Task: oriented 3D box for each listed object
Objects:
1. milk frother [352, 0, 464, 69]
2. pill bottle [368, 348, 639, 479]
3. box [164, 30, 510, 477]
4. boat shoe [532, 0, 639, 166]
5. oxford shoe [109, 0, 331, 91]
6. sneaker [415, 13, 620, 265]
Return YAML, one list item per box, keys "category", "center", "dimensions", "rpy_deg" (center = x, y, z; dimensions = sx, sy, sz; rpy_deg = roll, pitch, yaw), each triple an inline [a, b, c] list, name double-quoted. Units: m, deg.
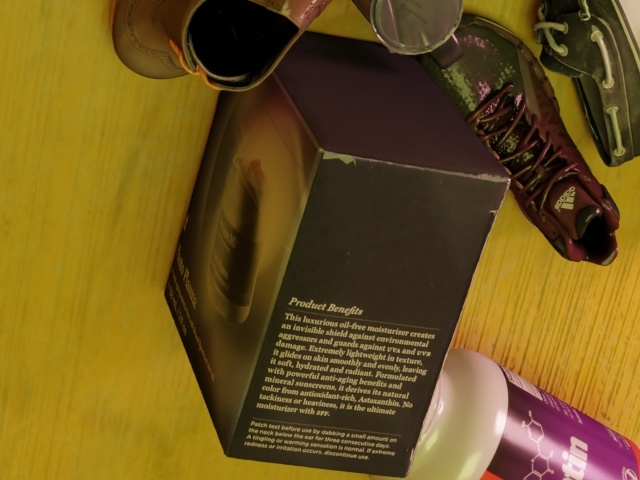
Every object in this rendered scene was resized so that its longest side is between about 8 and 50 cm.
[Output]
- category: "milk frother"
  center: [0.099, -0.239, 1.747]
  dimensions: [0.129, 0.135, 0.143]
  rpy_deg: [30, 106, -29]
- category: "pill bottle"
  center: [0.176, 0.226, 1.994]
  dimensions: [0.323, 0.181, 0.181]
  rpy_deg: [30, 106, -28]
- category: "box"
  center: [0.000, 0.000, 1.753]
  dimensions: [0.182, 0.296, 0.294]
  rpy_deg: [9, 113, -21]
- category: "boat shoe"
  center: [0.247, -0.194, 1.839]
  dimensions: [0.102, 0.108, 0.301]
  rpy_deg: [-29, 127, 0]
- category: "oxford shoe"
  center: [-0.095, -0.183, 1.609]
  dimensions: [0.130, 0.363, 0.133]
  rpy_deg: [26, 68, -18]
- category: "sneaker"
  center: [0.204, -0.082, 1.847]
  dimensions: [0.106, 0.162, 0.281]
  rpy_deg: [-39, 122, 6]
